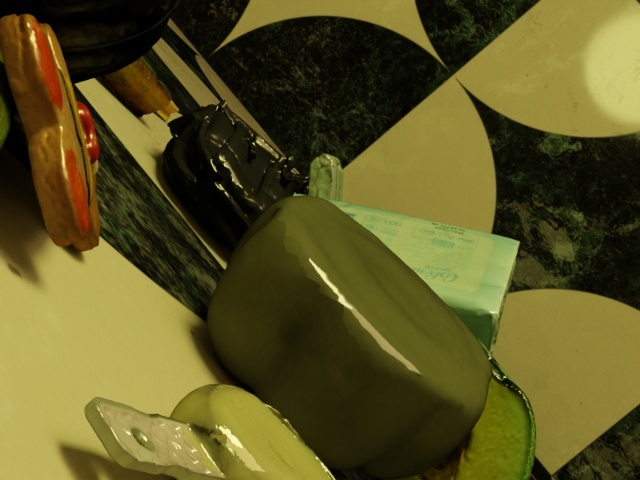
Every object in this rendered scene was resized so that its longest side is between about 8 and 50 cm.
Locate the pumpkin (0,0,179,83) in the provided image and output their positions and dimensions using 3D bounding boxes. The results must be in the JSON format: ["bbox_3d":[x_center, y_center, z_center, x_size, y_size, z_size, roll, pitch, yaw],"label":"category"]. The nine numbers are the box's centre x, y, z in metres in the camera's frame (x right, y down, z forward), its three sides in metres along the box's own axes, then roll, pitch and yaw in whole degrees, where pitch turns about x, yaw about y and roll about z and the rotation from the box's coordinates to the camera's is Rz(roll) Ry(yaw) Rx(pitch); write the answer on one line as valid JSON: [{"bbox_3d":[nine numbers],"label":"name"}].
[{"bbox_3d":[-0.248,-0.255,0.921,0.296,0.296,0.296,49,5,-6],"label":"pumpkin"}]

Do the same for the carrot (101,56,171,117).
[{"bbox_3d":[-0.283,-0.252,1.486,0.260,0.070,0.070,47,5,-39],"label":"carrot"}]

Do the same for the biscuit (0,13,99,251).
[{"bbox_3d":[-0.177,-0.075,0.832,0.250,0.036,0.165,180,-102,-84],"label":"biscuit"}]

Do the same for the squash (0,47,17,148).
[{"bbox_3d":[-0.225,-0.089,0.755,0.066,0.066,0.252,48,5,-21],"label":"squash"}]

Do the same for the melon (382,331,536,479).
[{"bbox_3d":[0.122,0.185,1.172,0.265,0.169,0.129,54,5,28],"label":"melon"}]

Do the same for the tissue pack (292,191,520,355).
[{"bbox_3d":[0.071,0.038,1.285,0.263,0.089,0.177,13,31,10],"label":"tissue pack"}]

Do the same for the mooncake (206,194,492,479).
[{"bbox_3d":[0.023,0.084,1.028,0.275,0.135,0.275,38,20,-16],"label":"mooncake"}]

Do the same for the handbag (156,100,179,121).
[{"bbox_3d":[-0.245,-0.212,1.725,0.061,0.027,0.083,53,7,27],"label":"handbag"}]

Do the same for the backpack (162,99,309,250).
[{"bbox_3d":[-0.104,-0.070,1.420,0.206,0.133,0.258,45,13,-12],"label":"backpack"}]

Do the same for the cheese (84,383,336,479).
[{"bbox_3d":[-0.061,0.124,0.689,0.127,0.050,0.255,53,6,28],"label":"cheese"}]

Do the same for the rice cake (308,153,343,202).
[{"bbox_3d":[-0.001,0.000,1.449,0.038,0.211,0.124,6,0,7],"label":"rice cake"}]
